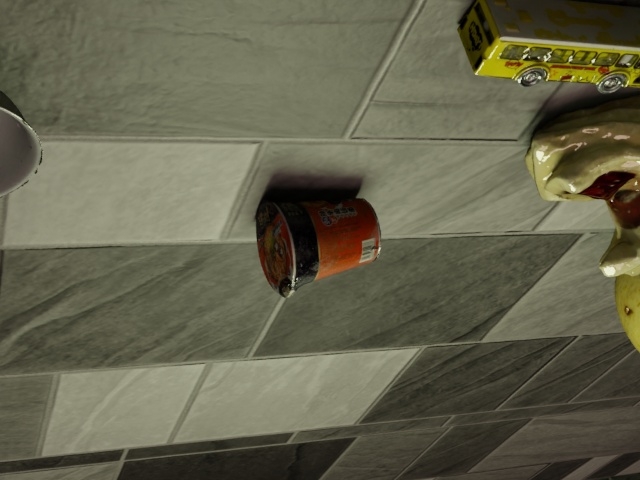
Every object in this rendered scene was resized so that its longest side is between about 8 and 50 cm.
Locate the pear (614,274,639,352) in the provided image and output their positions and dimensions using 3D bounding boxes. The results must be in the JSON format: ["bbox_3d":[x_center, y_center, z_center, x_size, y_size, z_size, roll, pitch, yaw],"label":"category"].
[{"bbox_3d":[0.604,0.081,1.546,0.309,0.309,0.309,-11,151,-6],"label":"pear"}]

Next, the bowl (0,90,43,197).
[{"bbox_3d":[-0.365,-0.113,0.978,0.189,0.086,0.189,-10,152,-5],"label":"bowl"}]

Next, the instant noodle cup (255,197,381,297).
[{"bbox_3d":[0.000,-0.002,1.320,0.135,0.127,0.127,-11,152,-23],"label":"instant noodle cup"}]

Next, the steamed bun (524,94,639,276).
[{"bbox_3d":[0.477,-0.069,1.333,0.428,0.189,0.247,-10,153,-8],"label":"steamed bun"}]

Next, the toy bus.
[{"bbox_3d":[0.262,-0.213,1.097,0.226,0.081,0.074,1,143,-20],"label":"toy bus"}]
